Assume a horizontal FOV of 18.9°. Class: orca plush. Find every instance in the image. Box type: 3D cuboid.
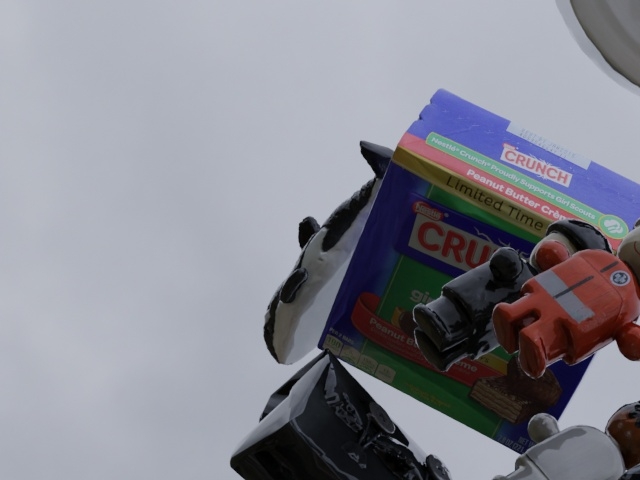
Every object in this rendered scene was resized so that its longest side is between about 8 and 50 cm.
[{"bbox_3d":[0.000,0.000,2.158,0.102,0.151,0.287,46,-49,32],"label":"orca plush"}]

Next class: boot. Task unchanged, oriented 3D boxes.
[{"bbox_3d":[0.127,0.290,1.997,0.445,0.146,0.367,40,13,-2],"label":"boot"}]

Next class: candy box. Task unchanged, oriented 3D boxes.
[{"bbox_3d":[0.172,0.039,1.955,0.268,0.122,0.317,27,-46,7],"label":"candy box"}]

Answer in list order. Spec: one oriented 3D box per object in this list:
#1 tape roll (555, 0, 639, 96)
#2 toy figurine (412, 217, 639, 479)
[{"bbox_3d":[0.328,-0.242,1.547,0.286,0.286,0.100,48,2,-2],"label":"tape roll"},{"bbox_3d":[0.182,0.091,1.241,0.209,0.148,0.213,64,-19,-5],"label":"toy figurine"}]
